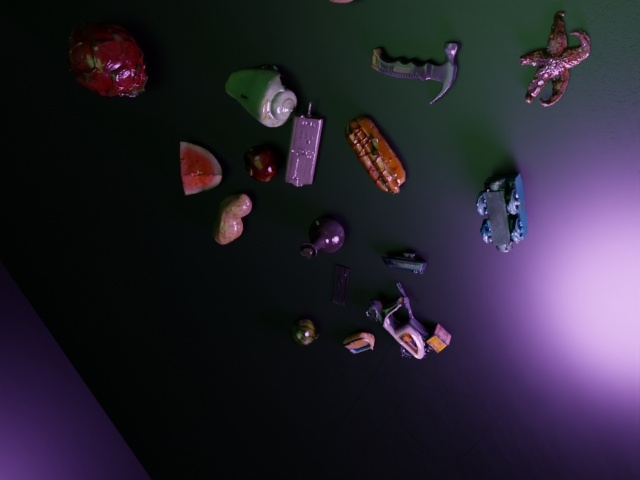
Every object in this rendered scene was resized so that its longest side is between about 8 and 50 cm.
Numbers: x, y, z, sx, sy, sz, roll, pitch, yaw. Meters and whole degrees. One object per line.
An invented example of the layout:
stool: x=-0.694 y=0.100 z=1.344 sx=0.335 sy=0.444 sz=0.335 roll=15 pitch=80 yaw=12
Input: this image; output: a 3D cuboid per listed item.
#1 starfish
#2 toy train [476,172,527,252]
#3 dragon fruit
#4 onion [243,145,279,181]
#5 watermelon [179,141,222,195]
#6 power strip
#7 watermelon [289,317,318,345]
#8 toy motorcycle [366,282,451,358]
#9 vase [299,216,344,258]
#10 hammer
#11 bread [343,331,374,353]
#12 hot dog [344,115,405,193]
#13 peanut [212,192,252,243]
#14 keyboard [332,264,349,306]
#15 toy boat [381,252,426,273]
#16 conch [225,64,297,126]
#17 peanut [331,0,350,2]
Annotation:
starfish: x=0.544 y=-0.424 z=1.253 sx=0.150 sy=0.053 sz=0.210 roll=4 pitch=111 yaw=14
toy train: x=0.475 y=-0.076 z=1.384 sx=0.107 sy=0.154 sz=0.198 roll=-2 pitch=111 yaw=34
dragon fruit: x=-0.706 y=-0.589 z=1.746 sx=0.298 sy=0.244 sz=0.244 roll=33 pitch=125 yaw=15
onion: x=-0.186 y=-0.243 z=1.700 sx=0.118 sy=0.119 sz=0.117 roll=-3 pitch=134 yaw=30
watermelon: x=-0.411 y=-0.243 z=1.846 sx=0.145 sy=0.137 sz=0.193 roll=-4 pitch=115 yaw=-7
power strip: x=-0.051 y=-0.291 z=1.625 sx=0.092 sy=0.034 sz=0.268 roll=3 pitch=121 yaw=-13
watermelon: x=-0.062 y=0.331 z=1.920 sx=0.108 sy=0.109 sz=0.109 roll=12 pitch=119 yaw=24
toy motorcycle: x=0.270 y=0.265 z=1.709 sx=0.263 sy=0.091 sz=0.157 roll=44 pitch=118 yaw=2
vase: x=0.000 y=0.000 z=1.669 sx=0.120 sy=0.183 sz=0.120 roll=12 pitch=120 yaw=23
hammer: x=0.242 y=-0.452 z=1.403 sx=0.226 sy=0.041 sz=0.159 roll=18 pitch=119 yaw=20
bread: x=0.134 y=0.348 z=1.847 sx=0.072 sy=0.053 sz=0.106 roll=40 pitch=133 yaw=-23
hot dog: x=0.157 y=-0.241 z=1.533 sx=0.104 sy=0.076 sz=0.250 roll=-28 pitch=96 yaw=35
peanut: x=-0.312 y=-0.078 z=1.864 sx=0.103 sy=0.098 sz=0.229 roll=10 pitch=129 yaw=-23
keyboard: x=0.069 y=0.154 z=1.813 sx=0.053 sy=0.010 sz=0.155 roll=18 pitch=121 yaw=22
toy boat: x=0.251 y=0.064 z=1.638 sx=0.141 sy=0.055 sz=0.060 roll=8 pitch=94 yaw=27
conch: x=-0.175 y=-0.448 z=1.607 sx=0.251 sy=0.137 sz=0.143 roll=50 pitch=156 yaw=23
peanut: x=-0.017 y=-0.705 z=1.382 sx=0.274 sy=0.111 sz=0.125 roll=26 pitch=119 yaw=16
